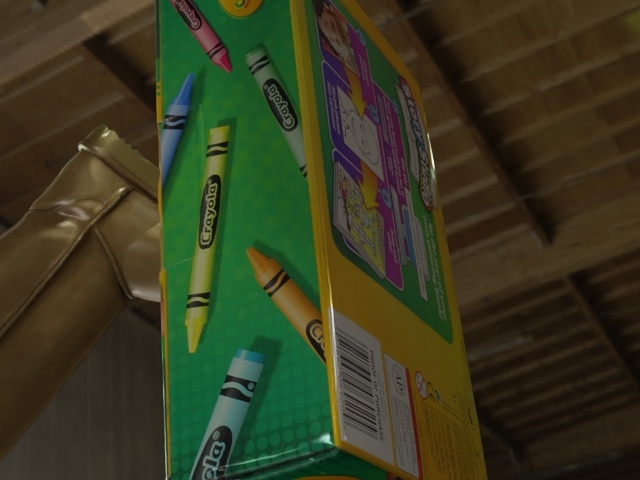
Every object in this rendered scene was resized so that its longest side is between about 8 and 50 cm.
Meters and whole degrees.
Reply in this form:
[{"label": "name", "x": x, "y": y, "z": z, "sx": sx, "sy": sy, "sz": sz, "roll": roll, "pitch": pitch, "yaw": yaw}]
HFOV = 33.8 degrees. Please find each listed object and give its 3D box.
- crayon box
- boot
[{"label": "crayon box", "x": 0.000, "y": 0.000, "z": 0.520, "sx": 0.081, "sy": 0.279, "sz": 0.165, "roll": -19, "pitch": -32, "yaw": 22}, {"label": "boot", "x": -0.174, "y": 0.077, "z": 0.760, "sx": 0.269, "sy": 0.236, "sz": 0.089, "roll": -49, "pitch": -21, "yaw": -13}]
